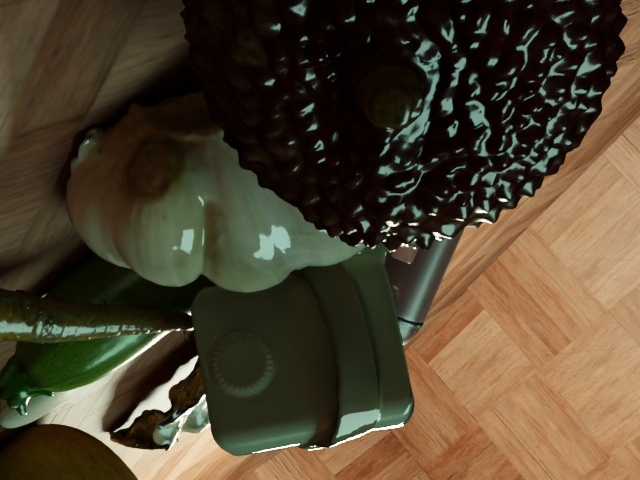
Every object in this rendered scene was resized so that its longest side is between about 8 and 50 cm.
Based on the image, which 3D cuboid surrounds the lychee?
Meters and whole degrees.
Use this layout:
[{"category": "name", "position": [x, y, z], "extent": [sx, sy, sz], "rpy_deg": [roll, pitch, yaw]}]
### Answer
[{"category": "lychee", "position": [0.047, -0.136, 0.705], "extent": [0.276, 0.276, 0.304], "rpy_deg": [-47, -167, 28]}]

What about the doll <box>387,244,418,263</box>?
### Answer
[{"category": "doll", "position": [0.117, -0.067, 1.419], "extent": [0.262, 0.093, 0.211], "rpy_deg": [-49, 145, -35]}]

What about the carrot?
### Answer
[{"category": "carrot", "position": [-0.209, 0.065, 0.968], "extent": [0.254, 0.049, 0.049], "rpy_deg": [6, 138, -38]}]

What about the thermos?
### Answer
[{"category": "thermos", "position": [0.107, 0.028, 1.599], "extent": [0.330, 0.136, 0.109], "rpy_deg": [-67, 166, 7]}]

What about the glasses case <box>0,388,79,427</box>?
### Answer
[{"category": "glasses case", "position": [-0.258, 0.123, 1.205], "extent": [0.204, 0.051, 0.081], "rpy_deg": [-41, 167, 4]}]

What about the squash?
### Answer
[{"category": "squash", "position": [-0.138, 0.018, 1.071], "extent": [0.395, 0.107, 0.107], "rpy_deg": [-40, 168, -2]}]

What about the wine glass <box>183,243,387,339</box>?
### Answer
[{"category": "wine glass", "position": [0.005, -0.001, 1.244], "extent": [0.357, 0.190, 0.190], "rpy_deg": [-47, 166, 31]}]

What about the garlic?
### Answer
[{"category": "garlic", "position": [-0.043, -0.045, 0.924], "extent": [0.281, 0.185, 0.203], "rpy_deg": [-40, 161, -9]}]

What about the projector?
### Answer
[{"category": "projector", "position": [-0.010, 0.108, 1.055], "extent": [0.177, 0.163, 0.242], "rpy_deg": [-13, 170, 2]}]

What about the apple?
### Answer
[{"category": "apple", "position": [-0.334, 0.353, 1.407], "extent": [0.264, 0.264, 0.264], "rpy_deg": [-38, 168, -10]}]

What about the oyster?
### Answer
[{"category": "oyster", "position": [-0.167, 0.215, 1.697], "extent": [0.238, 0.115, 0.351], "rpy_deg": [-20, 153, -36]}]
